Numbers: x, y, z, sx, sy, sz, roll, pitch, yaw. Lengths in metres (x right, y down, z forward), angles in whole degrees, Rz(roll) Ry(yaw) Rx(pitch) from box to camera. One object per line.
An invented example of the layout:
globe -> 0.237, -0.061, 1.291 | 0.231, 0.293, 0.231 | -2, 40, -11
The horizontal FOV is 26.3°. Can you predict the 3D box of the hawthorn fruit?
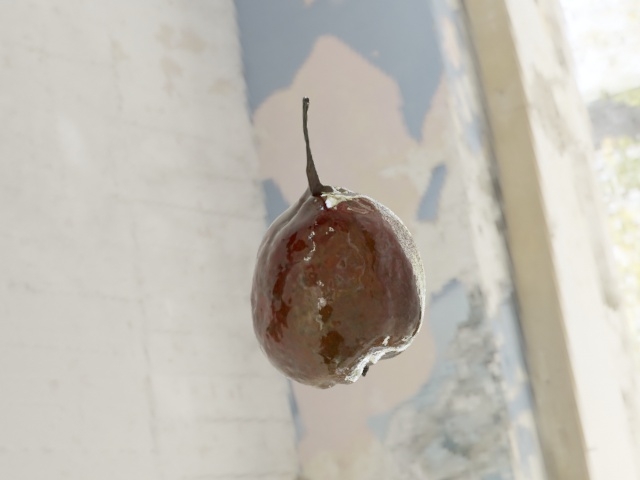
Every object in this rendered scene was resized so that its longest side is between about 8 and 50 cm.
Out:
hawthorn fruit -> 0.000, 0.000, 0.492 | 0.067, 0.066, 0.103 | -41, -65, -64
